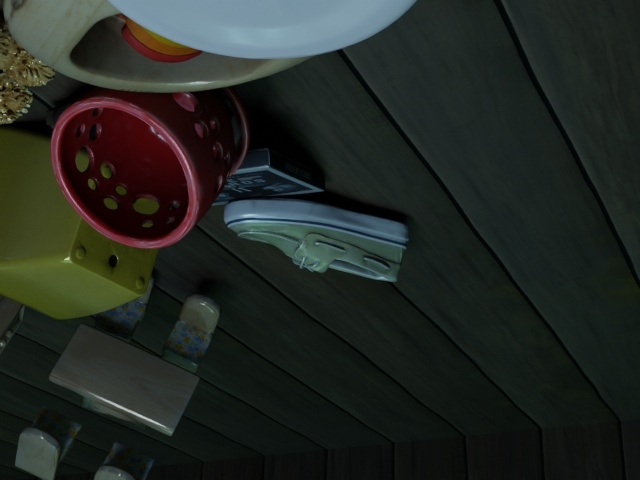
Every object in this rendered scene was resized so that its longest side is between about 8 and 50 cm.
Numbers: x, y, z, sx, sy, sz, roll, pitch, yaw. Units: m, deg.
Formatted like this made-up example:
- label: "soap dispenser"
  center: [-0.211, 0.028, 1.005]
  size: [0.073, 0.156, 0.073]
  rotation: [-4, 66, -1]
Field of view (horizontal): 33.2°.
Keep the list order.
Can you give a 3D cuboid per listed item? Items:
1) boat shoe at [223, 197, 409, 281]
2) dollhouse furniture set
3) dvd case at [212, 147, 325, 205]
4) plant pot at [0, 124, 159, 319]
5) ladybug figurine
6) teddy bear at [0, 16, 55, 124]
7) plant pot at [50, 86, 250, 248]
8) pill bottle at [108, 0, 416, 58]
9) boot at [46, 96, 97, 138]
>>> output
- label: "boat shoe"
  center: [0.000, 0.000, 1.600]
  size: [0.302, 0.094, 0.109]
  rotation: [9, 169, -23]
- label: "dollhouse furniture set"
  center: [-0.389, 0.170, 1.731]
  size: [0.394, 0.362, 0.256]
  rotation: [25, 141, 0]
- label: "dvd case"
  center: [-0.112, -0.083, 1.454]
  size: [0.179, 0.030, 0.238]
  rotation: [-6, 174, 17]
- label: "plant pot"
  center: [-0.326, -0.017, 1.425]
  size: [0.187, 0.212, 0.212]
  rotation: [3, 160, 37]
- label: "ladybug figurine"
  center: [-0.119, -0.248, 0.953]
  size: [0.305, 0.162, 0.449]
  rotation: [2, 174, -28]
- label: "teddy bear"
  center: [-0.461, -0.215, 1.185]
  size: [0.245, 0.113, 0.338]
  rotation: [-19, 148, 32]
- label: "plant pot"
  center: [-0.186, -0.114, 1.236]
  size: [0.191, 0.174, 0.191]
  rotation: [14, 128, 18]
- label: "pill bottle"
  center: [-0.032, -0.314, 0.656]
  size: [0.210, 0.363, 0.210]
  rotation: [1, 155, 0]
- label: "boot"
  center: [-0.245, -0.150, 1.389]
  size: [0.219, 0.082, 0.106]
  rotation: [8, -178, -38]
